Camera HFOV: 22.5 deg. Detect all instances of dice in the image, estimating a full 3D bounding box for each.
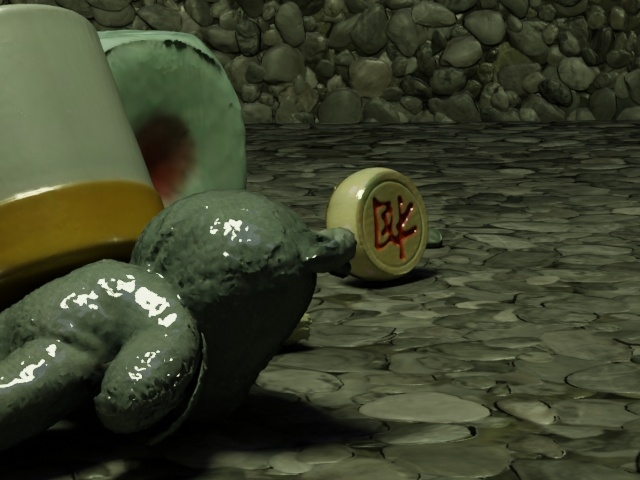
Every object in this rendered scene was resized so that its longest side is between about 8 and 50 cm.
[{"bbox_3d":[-0.256,-0.087,1.715,0.262,0.268,0.264,7,13,42],"label":"dice"}]

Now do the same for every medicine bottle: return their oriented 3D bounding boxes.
[{"bbox_3d":[-0.266,-0.046,1.360,0.238,0.232,0.238,-20,-15,-6],"label":"medicine bottle"}]

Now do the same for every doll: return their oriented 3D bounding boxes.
[{"bbox_3d":[-0.143,0.087,1.174,0.340,0.158,0.246,-36,23,-24],"label":"doll"}]

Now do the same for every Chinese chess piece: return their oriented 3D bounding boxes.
[{"bbox_3d":[0.061,-0.017,1.706,0.122,0.122,0.051,-10,1,-44],"label":"Chinese chess piece"}]

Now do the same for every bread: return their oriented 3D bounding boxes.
[{"bbox_3d":[-0.055,0.078,1.438,0.070,0.035,0.083,-6,5,-30],"label":"bread"}]

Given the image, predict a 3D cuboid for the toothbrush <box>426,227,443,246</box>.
[{"bbox_3d":[0.000,0.000,1.888,0.297,0.031,0.030,-1,36,-10],"label":"toothbrush"}]
